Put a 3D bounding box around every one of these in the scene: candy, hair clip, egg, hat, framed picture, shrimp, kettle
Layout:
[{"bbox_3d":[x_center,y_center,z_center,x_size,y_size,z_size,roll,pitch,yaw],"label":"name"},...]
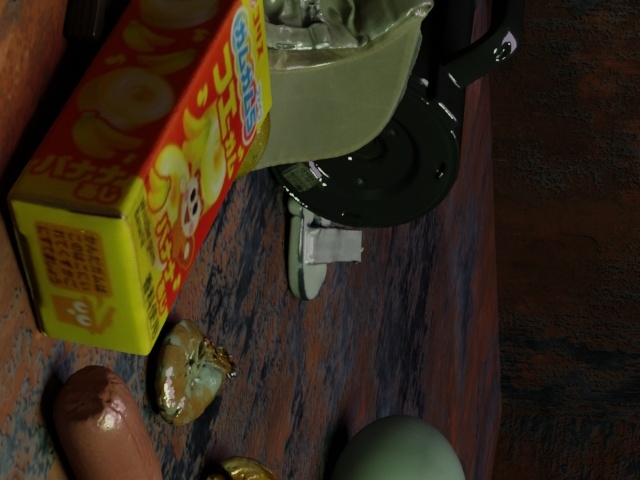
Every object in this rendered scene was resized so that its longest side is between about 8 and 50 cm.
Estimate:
[{"bbox_3d":[-0.119,-0.067,1.168,0.146,0.088,0.276,85,20,-44],"label":"candy"},{"bbox_3d":[0.000,0.000,1.898,0.220,0.054,0.140,2,96,-75],"label":"hair clip"},{"bbox_3d":[0.100,0.329,2.134,0.264,0.182,0.183,-78,167,-60],"label":"egg"},{"bbox_3d":[-0.026,-0.193,1.569,0.149,0.214,0.245,65,-33,27],"label":"hat"},{"bbox_3d":[-0.145,-0.180,1.238,0.168,0.023,0.128,57,39,-70],"label":"framed picture"},{"bbox_3d":[-0.107,0.114,1.452,0.184,0.043,0.091,1,89,-77],"label":"shrimp"},{"bbox_3d":[0.080,-0.206,1.780,0.308,0.203,0.262,-75,-169,-47],"label":"kettle"}]

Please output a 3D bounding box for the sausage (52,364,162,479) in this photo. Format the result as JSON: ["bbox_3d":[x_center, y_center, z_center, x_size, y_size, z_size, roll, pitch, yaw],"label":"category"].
[{"bbox_3d":[-0.155,0.155,1.203,0.154,0.062,0.062,79,19,-49],"label":"sausage"}]

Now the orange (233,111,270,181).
[{"bbox_3d":[-0.084,-0.093,1.407,0.085,0.085,0.095,-60,154,-63],"label":"orange"}]

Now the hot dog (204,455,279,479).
[{"bbox_3d":[-0.066,0.274,1.640,0.236,0.062,0.092,62,33,-63],"label":"hot dog"}]
